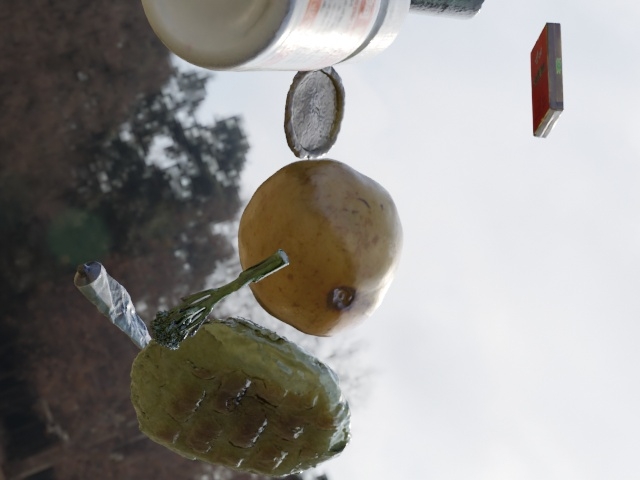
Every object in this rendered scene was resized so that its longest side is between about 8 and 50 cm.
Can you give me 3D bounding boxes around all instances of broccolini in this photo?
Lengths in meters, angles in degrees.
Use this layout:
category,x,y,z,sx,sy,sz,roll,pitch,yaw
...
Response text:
category,x,y,z,sx,sy,sz,roll,pitch,yaw
broccolini,-0.088,0.053,1.098,0.035,0.140,0.030,62,3,24

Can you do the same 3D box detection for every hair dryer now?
category,x,y,z,sx,sy,sz,roll,pitch,yaw
hair dryer,0.147,-0.535,2.156,0.116,0.244,0.303,140,-51,-57

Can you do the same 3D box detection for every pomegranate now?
category,x,y,z,sx,sy,sz,roll,pitch,yaw
pomegranate,0.000,0.000,1.322,0.196,0.196,0.196,159,-90,-77

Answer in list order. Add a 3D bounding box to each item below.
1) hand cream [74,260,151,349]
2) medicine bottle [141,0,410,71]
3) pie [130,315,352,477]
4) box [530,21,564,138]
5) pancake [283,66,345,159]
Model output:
category,x,y,z,sx,sy,sz,roll,pitch,yaw
hand cream,-0.333,0.118,2.027,0.248,0.052,0.075,63,8,-46
medicine bottle,-0.042,-0.312,1.524,0.371,0.211,0.211,-16,84,-64
pie,-0.103,0.205,1.560,0.306,0.306,0.071,83,16,-44
box,0.308,-0.218,1.690,0.090,0.023,0.133,111,-18,-70
pancake,-0.010,-0.244,2.348,0.021,0.199,0.199,14,-49,34
